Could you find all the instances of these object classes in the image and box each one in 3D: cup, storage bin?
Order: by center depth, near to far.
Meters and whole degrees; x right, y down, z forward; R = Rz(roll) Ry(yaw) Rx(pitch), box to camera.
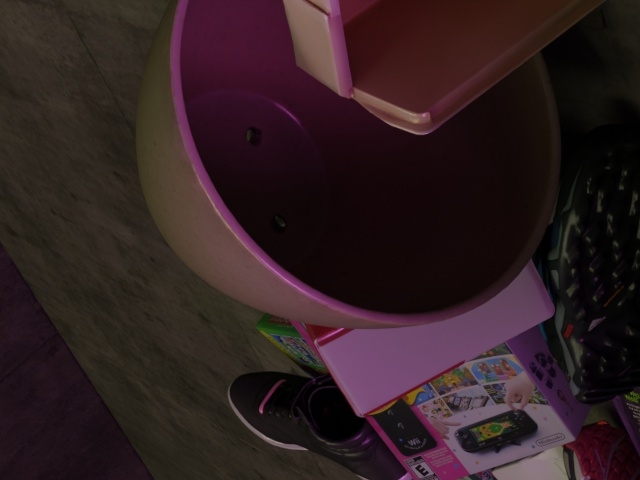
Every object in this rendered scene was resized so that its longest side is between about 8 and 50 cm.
[{"bbox_3d":[0.095,-0.244,0.910,0.123,0.260,0.262,38,156,33],"label":"storage bin"},{"bbox_3d":[-0.013,-0.074,1.122,0.331,0.331,0.237,52,148,-8],"label":"cup"}]

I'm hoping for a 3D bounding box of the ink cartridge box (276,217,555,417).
[{"bbox_3d":[0.061,-0.004,1.299,0.114,0.197,0.273,60,-178,-39],"label":"ink cartridge box"}]

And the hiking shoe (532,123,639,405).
[{"bbox_3d":[0.229,0.012,1.269,0.132,0.113,0.304,-125,23,-44],"label":"hiking shoe"}]

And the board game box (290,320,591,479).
[{"bbox_3d":[0.117,0.104,1.532,0.224,0.097,0.303,-27,105,38],"label":"board game box"}]

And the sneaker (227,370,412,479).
[{"bbox_3d":[-0.017,0.205,1.795,0.295,0.105,0.147,21,156,35],"label":"sneaker"}]

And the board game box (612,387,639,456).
[{"bbox_3d":[0.420,0.200,1.309,0.346,0.056,0.208,15,144,53],"label":"board game box"}]

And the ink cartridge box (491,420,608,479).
[{"bbox_3d":[0.319,0.309,1.656,0.189,0.066,0.232,48,161,0],"label":"ink cartridge box"}]

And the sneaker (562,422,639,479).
[{"bbox_3d":[0.324,0.332,1.554,0.112,0.121,0.299,-2,121,46],"label":"sneaker"}]

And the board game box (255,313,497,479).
[{"bbox_3d":[0.073,0.202,1.845,0.317,0.046,0.213,43,165,-15],"label":"board game box"}]
